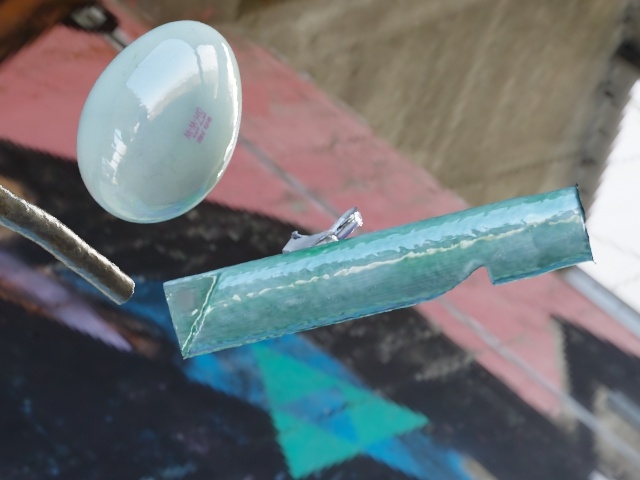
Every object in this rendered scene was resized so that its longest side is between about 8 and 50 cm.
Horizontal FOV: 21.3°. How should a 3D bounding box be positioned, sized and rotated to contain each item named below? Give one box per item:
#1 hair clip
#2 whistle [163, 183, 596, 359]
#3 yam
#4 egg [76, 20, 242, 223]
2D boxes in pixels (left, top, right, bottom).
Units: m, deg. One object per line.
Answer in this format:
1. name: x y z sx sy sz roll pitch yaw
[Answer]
1. hair clip: 0.001 0.000 2.171 0.116 0.049 0.172 -51 9 -26
2. whistle: 0.025 0.014 0.740 0.186 0.039 0.039 -13 -30 7
3. yam: -0.330 -0.013 1.986 0.045 0.045 0.327 -48 -47 2
4. egg: -0.185 -0.142 2.004 0.183 0.183 0.264 71 -144 -58
